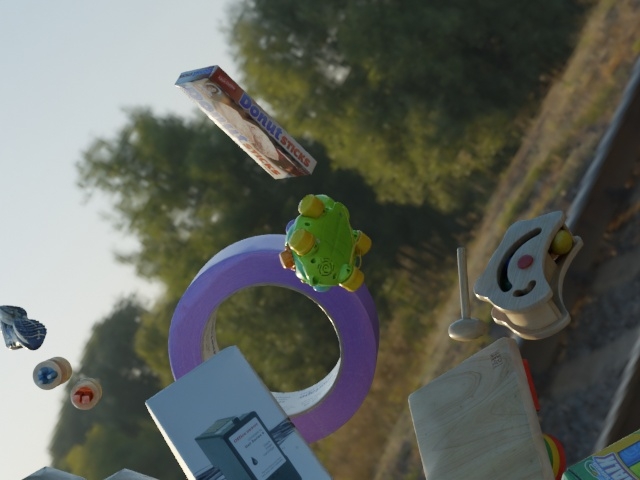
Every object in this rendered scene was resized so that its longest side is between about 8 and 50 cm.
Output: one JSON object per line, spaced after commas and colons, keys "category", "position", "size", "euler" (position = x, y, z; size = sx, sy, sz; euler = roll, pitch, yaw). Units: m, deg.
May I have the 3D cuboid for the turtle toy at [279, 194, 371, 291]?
{"category": "turtle toy", "position": [0.000, 0.000, 1.296], "size": [0.066, 0.095, 0.130], "euler": [-31, 32, 39]}

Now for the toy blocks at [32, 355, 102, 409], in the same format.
{"category": "toy blocks", "position": [-0.450, 0.257, 2.179], "size": [0.054, 0.123, 0.148], "euler": [-55, 1, -2]}

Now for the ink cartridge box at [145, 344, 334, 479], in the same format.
{"category": "ink cartridge box", "position": [-0.049, 0.286, 1.312], "size": [0.121, 0.289, 0.211], "euler": [-32, -34, -12]}

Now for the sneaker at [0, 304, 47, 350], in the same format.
{"category": "sneaker", "position": [-0.473, 0.151, 1.948], "size": [0.135, 0.052, 0.058], "euler": [33, 114, 53]}

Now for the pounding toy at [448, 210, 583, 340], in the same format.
{"category": "pounding toy", "position": [0.320, 0.053, 1.968], "size": [0.154, 0.155, 0.269], "euler": [2, 49, 48]}

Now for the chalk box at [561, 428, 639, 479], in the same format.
{"category": "chalk box", "position": [0.438, 0.395, 1.682], "size": [0.289, 0.179, 0.180], "euler": [-22, -47, -27]}

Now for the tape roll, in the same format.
{"category": "tape roll", "position": [-0.060, 0.134, 1.639], "size": [0.275, 0.275, 0.090], "euler": [-60, 2, 16]}

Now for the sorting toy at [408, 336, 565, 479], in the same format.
{"category": "sorting toy", "position": [0.280, 0.327, 2.002], "size": [0.257, 0.089, 0.255], "euler": [-39, 52, 43]}

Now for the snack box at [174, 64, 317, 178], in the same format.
{"category": "snack box", "position": [-0.082, -0.131, 1.386], "size": [0.064, 0.178, 0.022], "euler": [-3, 54, 46]}

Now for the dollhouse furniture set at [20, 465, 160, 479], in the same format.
{"category": "dollhouse furniture set", "position": [-0.258, 0.377, 1.440], "size": [0.242, 0.161, 0.212], "euler": [-25, -65, -47]}
